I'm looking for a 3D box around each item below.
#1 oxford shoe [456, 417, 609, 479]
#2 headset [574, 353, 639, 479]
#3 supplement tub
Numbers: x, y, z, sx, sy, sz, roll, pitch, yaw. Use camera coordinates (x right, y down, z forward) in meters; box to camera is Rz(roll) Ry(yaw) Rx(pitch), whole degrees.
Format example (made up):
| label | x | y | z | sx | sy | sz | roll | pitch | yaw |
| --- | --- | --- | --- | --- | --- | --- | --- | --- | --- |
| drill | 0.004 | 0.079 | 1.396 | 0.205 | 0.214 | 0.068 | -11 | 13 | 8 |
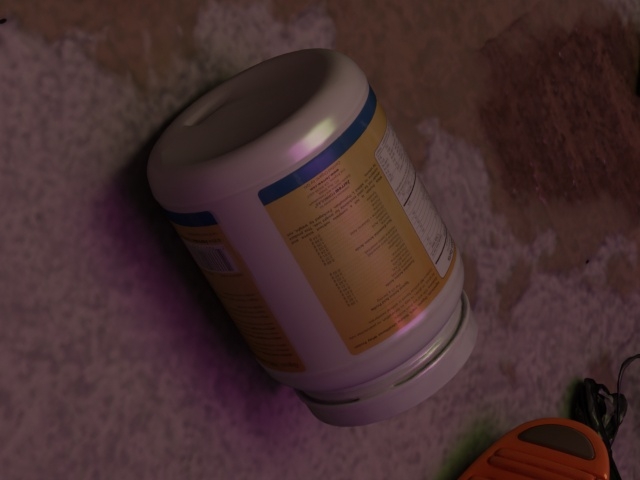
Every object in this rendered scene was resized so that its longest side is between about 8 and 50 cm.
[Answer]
| label | x | y | z | sx | sy | sz | roll | pitch | yaw |
| --- | --- | --- | --- | --- | --- | --- | --- | --- | --- |
| oxford shoe | 0.117 | 0.300 | 1.091 | 0.363 | 0.130 | 0.133 | -64 | 146 | -15 |
| headset | 0.386 | 0.188 | 1.252 | 0.394 | 0.243 | 0.185 | 16 | 49 | -13 |
| supplement tub | 0.000 | 0.000 | 0.948 | 0.144 | 0.144 | 0.199 | -47 | 120 | -32 |
